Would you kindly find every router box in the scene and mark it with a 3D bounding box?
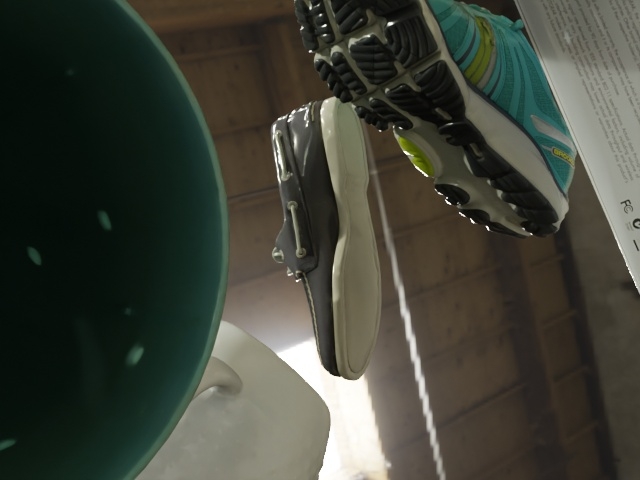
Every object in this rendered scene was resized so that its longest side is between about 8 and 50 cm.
[{"bbox_3d":[0.266,-0.028,0.705,0.301,0.082,0.335,-8,-106,-60],"label":"router box"}]

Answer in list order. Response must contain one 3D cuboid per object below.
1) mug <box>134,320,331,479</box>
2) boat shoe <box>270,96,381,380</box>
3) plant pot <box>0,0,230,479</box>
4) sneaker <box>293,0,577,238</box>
[{"bbox_3d":[-0.156,0.241,1.115,0.328,0.276,0.374,-50,-18,-17],"label":"mug"},{"bbox_3d":[0.000,0.000,0.783,0.075,0.065,0.206,16,-112,-65],"label":"boat shoe"},{"bbox_3d":[-0.227,0.003,0.548,0.293,0.235,0.292,0,-90,-30],"label":"plant pot"},{"bbox_3d":[0.084,-0.117,0.726,0.275,0.107,0.110,46,-122,-30],"label":"sneaker"}]
